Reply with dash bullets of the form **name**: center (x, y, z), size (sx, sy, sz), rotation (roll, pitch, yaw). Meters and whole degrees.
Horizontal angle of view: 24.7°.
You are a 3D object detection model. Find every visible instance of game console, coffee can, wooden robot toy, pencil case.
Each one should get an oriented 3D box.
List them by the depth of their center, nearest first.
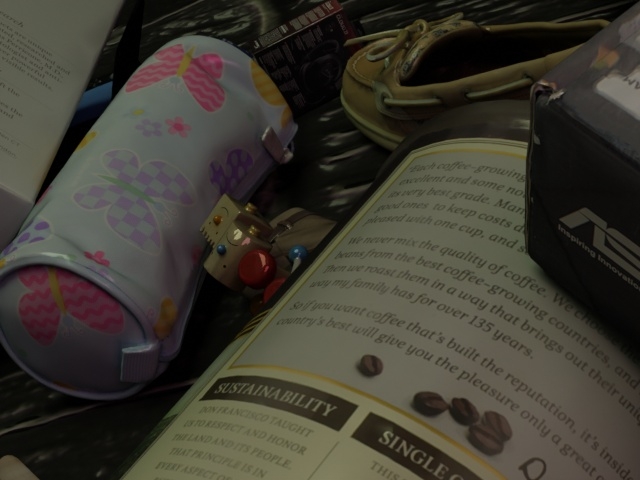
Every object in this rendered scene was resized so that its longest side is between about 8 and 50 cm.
- **coffee can**: center (0.033, 0.110, 0.508), size (0.201, 0.201, 0.275), rotation (3, 41, 44)
- **wooden robot toy**: center (-0.030, 0.047, 0.803), size (0.079, 0.076, 0.173), rotation (-54, 52, 11)
- **pencil case**: center (-0.109, -0.020, 0.945), size (0.113, 0.124, 0.273), rotation (-56, 4, 41)
- **game console**: center (-0.195, -0.144, 1.266), size (0.107, 0.071, 0.122), rotation (-18, 29, 16)

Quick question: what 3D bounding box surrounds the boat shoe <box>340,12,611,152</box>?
- **boat shoe**: center (0.104, -0.109, 0.930), size (0.104, 0.089, 0.285), rotation (-41, 31, -23)

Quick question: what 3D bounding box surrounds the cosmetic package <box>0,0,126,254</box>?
- **cosmetic package**: center (-0.279, -0.093, 1.087), size (0.217, 0.156, 0.385), rotation (-50, 18, 27)

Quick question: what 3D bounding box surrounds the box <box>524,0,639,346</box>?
- **box**: center (0.304, 0.002, 0.395), size (0.318, 0.097, 0.395), rotation (-38, 59, -19)

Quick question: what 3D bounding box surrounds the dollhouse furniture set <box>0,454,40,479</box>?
- **dollhouse furniture set**: center (-0.261, 0.121, 0.652), size (0.198, 0.286, 0.303), rotation (-39, 42, -21)

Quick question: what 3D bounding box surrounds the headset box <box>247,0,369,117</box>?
- **headset box**: center (-0.003, -0.139, 1.103), size (0.083, 0.062, 0.032), rotation (-28, 29, 0)

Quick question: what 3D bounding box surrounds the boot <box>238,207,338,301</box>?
- **boot**: center (0.000, 0.000, 0.892), size (0.118, 0.042, 0.087), rotation (-29, 26, -4)
